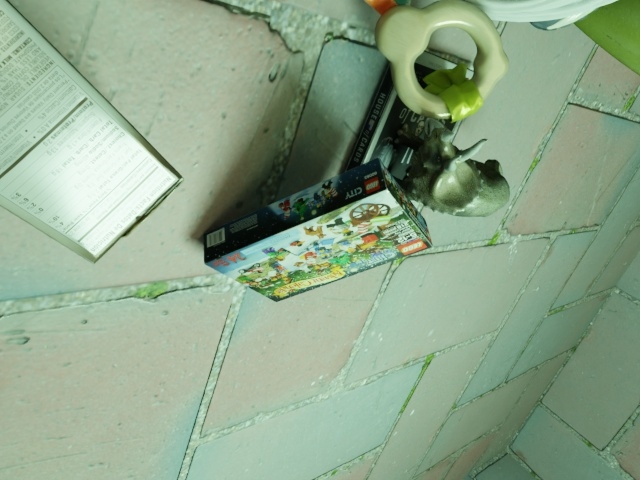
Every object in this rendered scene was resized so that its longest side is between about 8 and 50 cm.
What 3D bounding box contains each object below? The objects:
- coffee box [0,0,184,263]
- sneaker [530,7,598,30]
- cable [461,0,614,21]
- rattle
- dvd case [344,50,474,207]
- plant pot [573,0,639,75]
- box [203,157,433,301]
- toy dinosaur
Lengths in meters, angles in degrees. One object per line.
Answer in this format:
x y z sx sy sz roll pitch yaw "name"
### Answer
-0.223 -0.106 0.339 0.098 0.141 0.246 -45 144 -6 "coffee box"
0.358 -0.420 0.684 0.122 0.110 0.283 9 131 -31 "sneaker"
0.190 -0.308 0.491 0.257 0.257 0.089 19 80 -24 "cable"
0.111 -0.237 0.604 0.199 0.143 0.130 32 124 -16 "rattle"
0.124 -0.144 0.752 0.179 0.029 0.239 -2 123 -45 "dvd case"
0.525 -0.351 0.760 0.275 0.293 0.275 -27 138 -28 "plant pot"
0.000 0.000 0.636 0.233 0.044 0.159 -21 148 21 "box"
0.185 -0.076 0.713 0.313 0.160 0.121 14 111 -49 "toy dinosaur"
